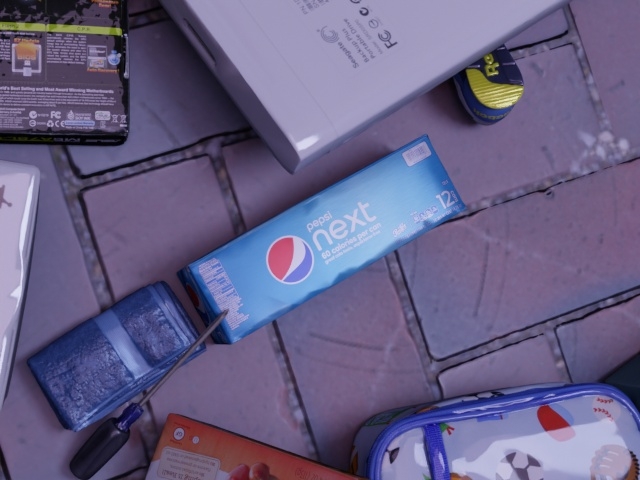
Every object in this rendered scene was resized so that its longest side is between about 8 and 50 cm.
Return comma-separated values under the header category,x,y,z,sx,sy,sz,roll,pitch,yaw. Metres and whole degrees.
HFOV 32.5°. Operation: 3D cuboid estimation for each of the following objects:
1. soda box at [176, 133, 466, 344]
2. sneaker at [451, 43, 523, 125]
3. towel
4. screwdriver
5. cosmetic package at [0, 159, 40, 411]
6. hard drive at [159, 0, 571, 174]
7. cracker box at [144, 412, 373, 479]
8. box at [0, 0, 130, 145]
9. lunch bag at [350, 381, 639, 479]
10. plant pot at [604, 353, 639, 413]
category,x,y,z,sx,sy,sz,roll,pitch,yaw
soda box,0.000,0.000,0.833,0.210,0.071,0.067,-29,92,-15
sneaker,0.124,-0.158,0.895,0.053,0.059,0.144,-8,67,-2
towel,-0.150,0.084,0.808,0.119,0.029,0.067,-32,92,-15
screwdriver,-0.119,0.110,0.787,0.170,0.025,0.024,-45,60,7
cosmetic package,-0.266,0.026,0.703,0.151,0.184,0.151,9,82,-14
hard drive,0.051,-0.232,0.842,0.353,0.047,0.233,-34,82,-22
cracker box,-0.067,0.254,0.754,0.156,0.067,0.232,14,79,25
box,-0.236,-0.164,0.803,0.191,0.045,0.184,-1,82,-14
lunch bag,0.142,0.264,0.827,0.243,0.115,0.303,-8,86,-13
plant pot,0.363,0.132,0.876,0.234,0.166,0.165,-15,89,-8
